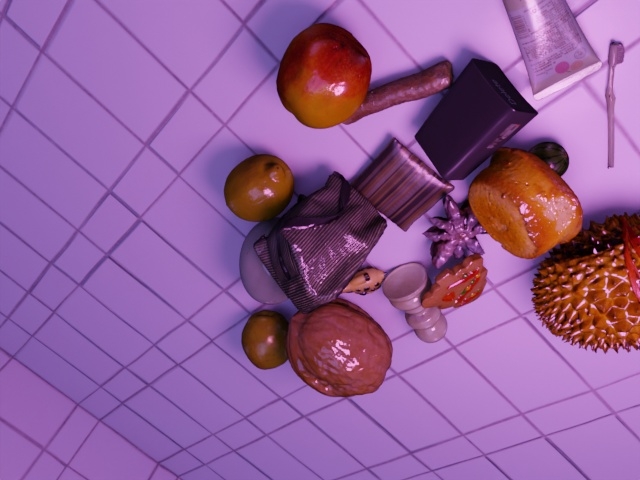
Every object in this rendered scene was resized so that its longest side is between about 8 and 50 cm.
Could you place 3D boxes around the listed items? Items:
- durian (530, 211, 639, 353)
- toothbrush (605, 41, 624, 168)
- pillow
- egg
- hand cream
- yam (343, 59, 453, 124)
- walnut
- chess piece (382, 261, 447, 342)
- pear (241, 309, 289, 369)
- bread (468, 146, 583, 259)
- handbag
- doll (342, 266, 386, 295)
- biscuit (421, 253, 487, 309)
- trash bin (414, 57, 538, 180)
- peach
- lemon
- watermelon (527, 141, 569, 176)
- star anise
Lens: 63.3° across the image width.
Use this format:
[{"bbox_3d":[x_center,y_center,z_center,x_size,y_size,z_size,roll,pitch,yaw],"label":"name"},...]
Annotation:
[{"bbox_3d":[0.695,0.103,1.239,0.347,0.348,0.384,33,117,-7],"label":"durian"},{"bbox_3d":[0.650,-0.292,1.158,0.028,0.026,0.295,-10,121,6],"label":"toothbrush"},{"bbox_3d":[0.212,-0.142,1.385,0.212,0.052,0.208,37,130,-9],"label":"pillow"},{"bbox_3d":[-0.140,0.064,1.545,0.202,0.203,0.283,16,118,6],"label":"egg"},{"bbox_3d":[0.457,-0.448,1.069,0.147,0.093,0.306,-26,115,25],"label":"hand cream"},{"bbox_3d":[0.171,-0.349,1.247,0.299,0.066,0.066,-14,119,26],"label":"yam"},{"bbox_3d":[0.045,0.332,1.619,0.343,0.306,0.306,36,127,-13],"label":"walnut"},{"bbox_3d":[0.302,0.203,1.556,0.144,0.145,0.251,-18,123,27],"label":"chess piece"},{"bbox_3d":[-0.178,0.336,1.769,0.198,0.198,0.198,8,126,12],"label":"pear"},{"bbox_3d":[0.460,-0.083,1.202,0.145,0.268,0.269,-35,114,-10],"label":"bread"},{"bbox_3d":[0.000,0.000,1.375,0.240,0.341,0.247,47,146,-8],"label":"handbag"},{"bbox_3d":[0.056,0.139,1.560,0.290,0.086,0.117,-13,155,-5],"label":"doll"},{"bbox_3d":[0.394,0.134,1.454,0.212,0.041,0.238,-46,138,16],"label":"biscuit"},{"bbox_3d":[0.341,-0.266,1.184,0.225,0.114,0.165,-49,60,40],"label":"trash bin"},{"bbox_3d":[0.008,-0.372,1.181,0.230,0.231,0.231,8,126,12],"label":"peach"},{"bbox_3d":[-0.172,-0.139,1.430,0.184,0.184,0.248,47,137,-17],"label":"lemon"},{"bbox_3d":[0.528,-0.185,1.227,0.108,0.109,0.109,8,126,12],"label":"watermelon"},{"bbox_3d":[0.369,-0.025,1.378,0.229,0.093,0.236,32,114,-25],"label":"star anise"}]
